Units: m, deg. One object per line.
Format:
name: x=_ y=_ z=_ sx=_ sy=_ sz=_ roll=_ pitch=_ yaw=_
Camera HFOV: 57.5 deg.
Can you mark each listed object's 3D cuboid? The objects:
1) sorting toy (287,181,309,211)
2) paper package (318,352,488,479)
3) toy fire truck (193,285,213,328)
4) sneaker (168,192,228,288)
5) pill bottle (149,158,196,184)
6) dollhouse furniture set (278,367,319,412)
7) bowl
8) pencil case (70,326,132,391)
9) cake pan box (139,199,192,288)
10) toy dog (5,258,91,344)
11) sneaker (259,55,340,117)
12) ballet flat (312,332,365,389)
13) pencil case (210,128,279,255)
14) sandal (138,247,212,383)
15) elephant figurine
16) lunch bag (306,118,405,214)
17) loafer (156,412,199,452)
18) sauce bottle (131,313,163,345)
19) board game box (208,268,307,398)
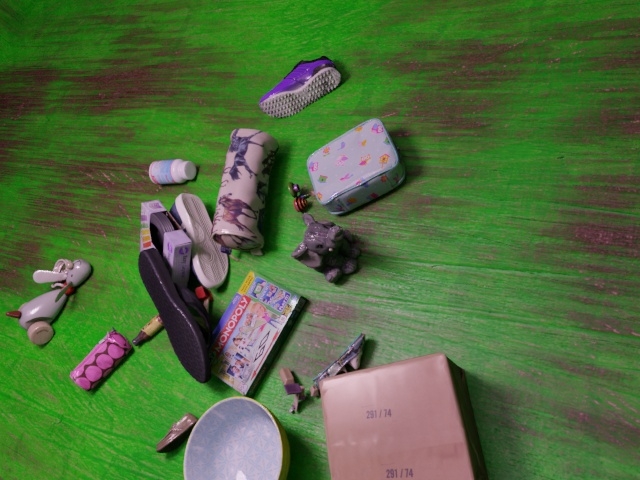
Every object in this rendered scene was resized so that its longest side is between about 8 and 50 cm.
sorting toy: x=-0.063 y=-0.138 z=1.803 sx=0.042 sy=0.061 sz=0.102 roll=-20 pitch=82 yaw=18
paper package: x=0.183 y=0.443 z=1.328 sx=0.324 sy=0.168 sz=0.310 roll=-18 pitch=61 yaw=19
toy fire truck: x=-0.391 y=0.252 z=1.800 sx=0.135 sy=0.047 sz=0.192 roll=-24 pitch=58 yaw=15
sneaker: x=-0.410 y=0.023 z=1.889 sx=0.148 sy=0.131 sz=0.350 roll=-41 pitch=58 yaw=32
pill bottle: x=-0.527 y=-0.246 z=2.087 sx=0.160 sy=0.087 sz=0.087 roll=0 pitch=67 yaw=29
dollhouse furniture set: x=-0.067 y=0.404 z=1.577 sx=0.114 sy=0.090 sz=0.081 roll=-127 pitch=41 yaw=-57
bowl: x=-0.183 y=0.555 z=1.476 sx=0.289 sy=0.156 sz=0.290 roll=-12 pitch=62 yaw=24
pencil case: x=-0.711 y=0.385 z=1.876 sx=0.209 sy=0.098 sz=0.095 roll=-48 pitch=54 yaw=1
cake pan box: x=-0.496 y=0.036 z=1.855 sx=0.246 sy=0.070 sz=0.267 roll=44 pitch=134 yaw=33
toy dog: x=-0.982 y=0.195 z=2.073 sx=0.220 sy=0.161 sz=0.334 roll=12 pitch=73 yaw=32
sneaker: x=-0.077 y=-0.532 z=1.984 sx=0.293 sy=0.102 sz=0.146 roll=-24 pitch=54 yaw=11
ballet flat: x=0.064 y=0.325 z=1.521 sx=0.188 sy=0.070 sz=0.070 roll=-45 pitch=54 yaw=4
pencil case: x=-0.231 y=-0.161 z=1.835 sx=0.159 sy=0.183 sz=0.411 roll=-4 pitch=63 yaw=21
sandal: x=-0.400 y=0.200 z=1.706 sx=0.446 sy=0.106 sz=0.168 roll=58 pitch=141 yaw=21
elephant figurine: x=0.000 y=0.000 z=1.592 sx=0.185 sy=0.239 sz=0.170 roll=-29 pitch=57 yaw=13
lunch bag: x=0.106 y=-0.221 z=1.723 sx=0.279 sy=0.108 sz=0.224 roll=-27 pitch=54 yaw=14
loafer: x=-0.409 y=0.549 z=1.665 sx=0.148 sy=0.056 sz=0.050 roll=-37 pitch=54 yaw=-4
sauce bottle: x=-0.551 y=0.289 z=1.870 sx=0.128 sy=0.042 sz=0.042 roll=-41 pitch=55 yaw=3
board game box: x=-0.201 y=0.264 z=1.693 sx=0.213 sy=0.046 sz=0.318 roll=23 pitch=80 yaw=34
